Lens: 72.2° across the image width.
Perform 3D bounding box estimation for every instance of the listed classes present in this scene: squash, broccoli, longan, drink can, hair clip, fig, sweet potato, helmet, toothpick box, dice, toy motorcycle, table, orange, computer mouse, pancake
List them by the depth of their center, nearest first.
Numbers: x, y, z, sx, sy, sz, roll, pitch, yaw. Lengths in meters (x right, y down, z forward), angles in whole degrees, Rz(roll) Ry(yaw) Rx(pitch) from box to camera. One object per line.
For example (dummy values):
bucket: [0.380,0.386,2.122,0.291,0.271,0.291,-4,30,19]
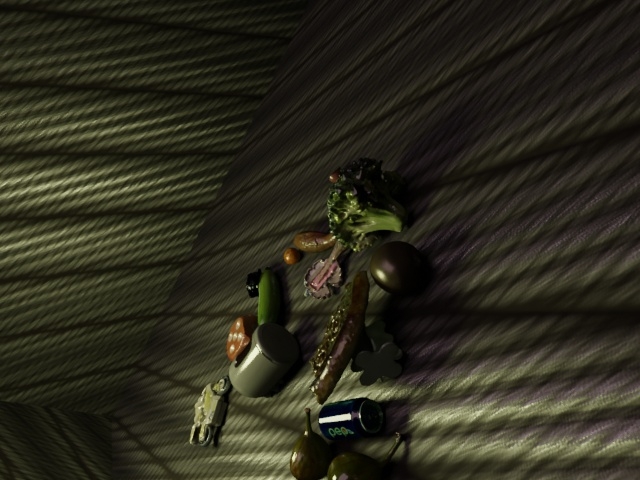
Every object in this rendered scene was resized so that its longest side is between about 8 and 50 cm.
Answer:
fig: [0.144,0.654,1.245,0.259,0.151,0.151,-30,39,6]
drink can: [0.091,0.553,1.361,0.205,0.118,0.118,-32,44,46]
table: [0.154,0.332,1.394,0.166,0.167,0.198,-58,23,15]
longan: [0.244,0.088,1.403,0.189,0.189,0.189,-36,41,41]
pancake: [0.055,0.286,1.403,0.426,0.067,0.305,-65,13,-5]
fig: [-0.037,0.647,1.415,0.149,0.149,0.245,2,96,58]
broccoli: [0.174,-0.120,1.580,0.281,0.293,0.347,18,97,22]
hair clip: [0.045,0.095,1.775,0.173,0.069,0.300,42,106,44]
toothpick box: [-0.241,0.525,1.834,0.316,0.229,0.229,-54,32,23]
sweet potato: [0.000,0.000,1.910,0.385,0.109,0.109,-6,65,50]
dice: [-0.317,0.464,2.017,0.179,0.174,0.175,-58,32,22]
helmet: [0.082,-0.298,2.036,0.084,0.049,0.065,-47,-10,-14]
orange: [-0.134,0.074,2.086,0.084,0.084,0.083,-36,41,41]
squash: [-0.244,0.271,2.092,0.107,0.107,0.394,-48,30,29]
toy motorcycle: [-0.555,0.839,2.184,0.223,0.108,0.340,-15,50,43]
computer mouse: [-0.337,0.221,2.216,0.241,0.078,0.146,-68,-31,-85]

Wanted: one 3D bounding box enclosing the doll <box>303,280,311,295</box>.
doll: [-0.037,0.195,1.873,0.099,0.057,0.143,-44,30,-5]
